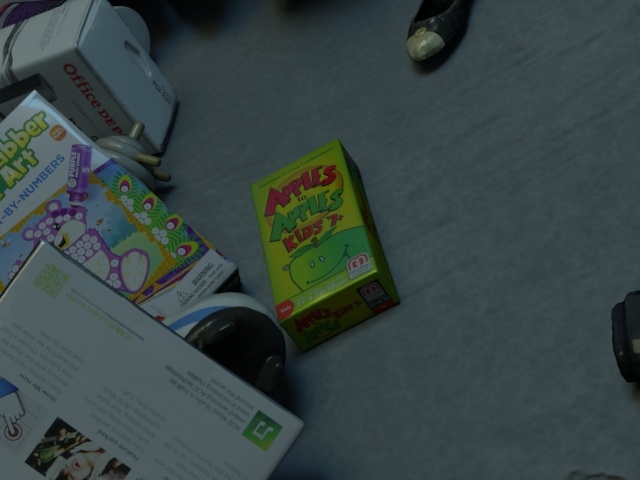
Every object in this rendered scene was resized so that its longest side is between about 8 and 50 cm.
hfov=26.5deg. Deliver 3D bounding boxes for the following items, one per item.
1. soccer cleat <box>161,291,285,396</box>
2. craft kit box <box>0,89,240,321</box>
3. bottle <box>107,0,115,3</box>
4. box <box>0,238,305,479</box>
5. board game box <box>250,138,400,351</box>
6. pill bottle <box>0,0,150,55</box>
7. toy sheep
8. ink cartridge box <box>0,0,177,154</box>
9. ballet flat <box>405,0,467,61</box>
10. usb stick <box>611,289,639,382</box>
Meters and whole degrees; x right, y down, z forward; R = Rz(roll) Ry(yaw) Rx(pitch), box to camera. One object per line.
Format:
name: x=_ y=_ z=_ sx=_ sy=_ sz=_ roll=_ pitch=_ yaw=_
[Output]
soccer cleat: x=-0.154 y=0.174 z=1.069 sx=0.331 sy=0.116 sz=0.143 roll=-46 pitch=17 yaw=-6
craft kit box: x=-0.241 y=0.038 z=1.177 sx=0.246 sy=0.061 sz=0.250 roll=39 pitch=77 yaw=11
bottle: x=-0.252 y=-0.330 z=1.578 sx=0.118 sy=0.092 sz=0.283 roll=-48 pitch=24 yaw=-4
box: x=-0.194 y=0.194 z=0.954 sx=0.322 sy=0.232 sz=0.058 roll=-54 pitch=-3 yaw=-8
board game box: x=0.000 y=0.000 z=1.154 sx=0.092 sy=0.043 sz=0.181 roll=-28 pitch=40 yaw=12
pill bottle: x=-0.285 y=-0.220 z=1.535 sx=0.193 sy=0.108 sz=0.108 roll=5 pitch=55 yaw=40
toy sheep: x=-0.200 y=-0.058 z=1.331 sx=0.091 sy=0.091 sz=0.132 roll=4 pitch=60 yaw=40
ink cartridge box: x=-0.282 y=-0.144 z=1.418 sx=0.218 sy=0.158 sz=0.092 roll=-16 pitch=42 yaw=24
ballet flat: x=0.116 y=-0.238 z=1.295 sx=0.057 sy=0.049 sz=0.173 roll=-2 pitch=51 yaw=37
usb stick: x=0.325 y=0.032 z=0.876 sx=0.278 sy=0.045 sz=0.077 roll=-18 pitch=44 yaw=23
